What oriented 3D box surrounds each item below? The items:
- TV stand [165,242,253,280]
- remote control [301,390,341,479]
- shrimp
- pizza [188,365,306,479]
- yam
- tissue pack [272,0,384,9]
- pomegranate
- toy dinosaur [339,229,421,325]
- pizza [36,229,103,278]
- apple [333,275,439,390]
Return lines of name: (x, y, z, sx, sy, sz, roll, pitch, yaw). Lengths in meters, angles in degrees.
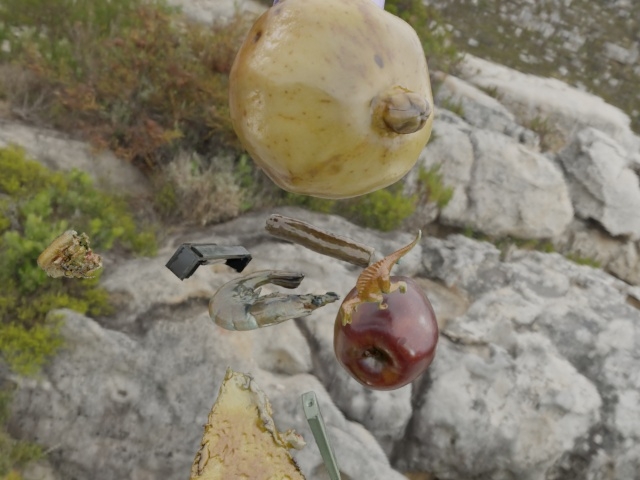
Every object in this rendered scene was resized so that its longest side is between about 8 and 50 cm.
TV stand: (-0.186, 0.036, 1.265, 0.040, 0.049, 0.256, 41, 9, 11)
remote control: (0.009, 0.539, 1.905, 0.038, 0.285, 0.123, -17, 24, 0)
shrimp: (-0.088, 0.106, 1.381, 0.254, 0.059, 0.145, -14, 38, 6)
pizza: (-0.113, 0.347, 1.141, 0.189, 0.296, 0.071, -27, 8, -15)
yam: (0.000, 0.000, 1.514, 0.241, 0.056, 0.057, 19, 23, 8)
tissue pack: (0.027, -0.596, 1.710, 0.242, 0.160, 0.338, 20, 61, -15)
pomegranate: (0.037, -0.250, 1.288, 0.410, 0.410, 0.410, 18, 23, -8)
toy dinosaur: (0.114, 0.068, 1.463, 0.142, 0.212, 0.057, -6, 30, -36)
pizza: (-0.676, 0.060, 1.987, 0.147, 0.226, 0.069, -36, 65, -15)
apple: (0.172, 0.236, 1.900, 0.288, 0.288, 0.317, 23, 28, 3)
